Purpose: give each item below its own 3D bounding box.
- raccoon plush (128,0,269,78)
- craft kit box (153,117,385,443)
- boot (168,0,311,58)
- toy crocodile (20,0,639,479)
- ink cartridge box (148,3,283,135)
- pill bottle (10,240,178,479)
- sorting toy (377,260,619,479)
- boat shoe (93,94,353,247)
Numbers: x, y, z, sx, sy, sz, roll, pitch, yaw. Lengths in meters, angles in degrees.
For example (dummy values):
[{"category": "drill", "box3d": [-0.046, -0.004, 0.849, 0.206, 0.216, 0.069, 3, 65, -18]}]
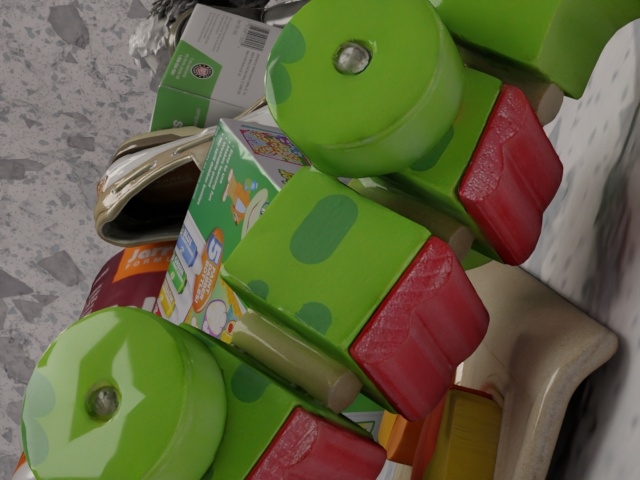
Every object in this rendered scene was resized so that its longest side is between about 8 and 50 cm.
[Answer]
[{"category": "raccoon plush", "box3d": [-0.114, -0.437, 1.390, 0.446, 0.299, 0.216, -38, -14, -21]}, {"category": "craft kit box", "box3d": [-0.042, 0.081, 0.795, 0.246, 0.061, 0.250, 46, 122, 50]}, {"category": "boot", "box3d": [-0.029, -0.224, 1.254, 0.189, 0.208, 0.076, -27, -66, -43]}, {"category": "toy crocodile", "box3d": [0.006, 0.026, 0.414, 0.341, 0.105, 0.115, -55, -35, -6]}, {"category": "ink cartridge box", "box3d": [-0.041, -0.128, 1.170, 0.160, 0.219, 0.093, -76, 4, -50]}, {"category": "pill bottle", "box3d": [-0.127, 0.130, 1.114, 0.392, 0.224, 0.224, -78, 9, -49]}, {"category": "sorting toy", "box3d": [0.040, 0.111, 0.470, 0.193, 0.038, 0.208, -111, 40, -82]}, {"category": "boat shoe", "box3d": [-0.064, -0.055, 1.052, 0.302, 0.113, 0.103, -15, 35, 27]}]
